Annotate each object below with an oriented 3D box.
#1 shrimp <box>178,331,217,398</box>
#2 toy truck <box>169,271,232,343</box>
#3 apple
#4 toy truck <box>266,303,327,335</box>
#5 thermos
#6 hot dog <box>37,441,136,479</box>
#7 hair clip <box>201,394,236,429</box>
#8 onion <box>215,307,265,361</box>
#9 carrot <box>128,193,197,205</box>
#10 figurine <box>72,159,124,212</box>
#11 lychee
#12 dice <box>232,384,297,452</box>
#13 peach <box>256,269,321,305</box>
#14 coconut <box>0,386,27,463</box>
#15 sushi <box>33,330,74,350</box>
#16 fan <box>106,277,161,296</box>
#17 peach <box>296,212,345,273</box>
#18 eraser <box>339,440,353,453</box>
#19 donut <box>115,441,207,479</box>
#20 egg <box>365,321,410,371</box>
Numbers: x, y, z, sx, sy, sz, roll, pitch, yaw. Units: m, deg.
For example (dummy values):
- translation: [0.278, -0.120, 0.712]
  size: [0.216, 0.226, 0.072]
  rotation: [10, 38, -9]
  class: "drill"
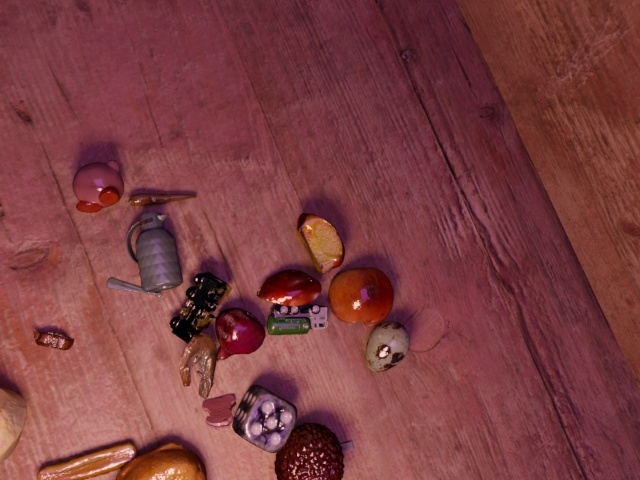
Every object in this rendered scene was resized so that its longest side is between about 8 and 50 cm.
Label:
- translation: [-0.436, 0.453, 1.525]
  size: [0.173, 0.058, 0.253]
  rotation: [0, 98, -60]
  class: "shrimp"
- translation: [-0.438, 0.253, 1.583]
  size: [0.127, 0.127, 0.257]
  rotation: [25, 79, 25]
  class: "toy truck"
- translation: [0.195, 0.237, 1.816]
  size: [0.293, 0.163, 0.251]
  rotation: [1, 76, -19]
  class: "apple"
- translation: [-0.094, 0.318, 1.723]
  size: [0.242, 0.101, 0.125]
  rotation: [1, 82, -18]
  class: "toy truck"
- translation: [-0.616, 0.042, 1.573]
  size: [0.182, 0.145, 0.286]
  rotation: [-16, 80, 7]
  class: "thermos"
- translation: [-0.756, 0.732, 1.395]
  size: [0.286, 0.061, 0.088]
  rotation: [-2, 79, -23]
  class: "hot dog"
- translation: [-0.362, 0.618, 1.534]
  size: [0.123, 0.138, 0.102]
  rotation: [-7, 75, -15]
  class: "hair clip"
- translation: [-0.319, 0.370, 1.606]
  size: [0.195, 0.140, 0.218]
  rotation: [42, 78, -28]
  class: "onion"
- translation: [-0.612, -0.165, 1.666]
  size: [0.254, 0.049, 0.049]
  rotation: [-6, 80, -24]
  class: "carrot"
- translation: [-0.797, -0.200, 1.538]
  size: [0.173, 0.173, 0.173]
  rotation: [5, 76, -20]
  class: "figurine"
- translation: [-0.043, 0.803, 1.560]
  size: [0.264, 0.300, 0.264]
  rotation: [-16, 124, -26]
  class: "lychee"
- translation: [-0.203, 0.648, 1.559]
  size: [0.183, 0.182, 0.181]
  rotation: [34, 68, -12]
  class: "dice"
- translation: [-0.122, 0.176, 1.714]
  size: [0.279, 0.068, 0.189]
  rotation: [-11, 43, -32]
  class: "peach"
- translation: [-1.015, 0.559, 1.253]
  size: [0.259, 0.259, 0.259]
  rotation: [5, 76, -20]
  class: "coconut"
- translation: [-0.900, 0.334, 1.437]
  size: [0.120, 0.052, 0.055]
  rotation: [16, 72, -17]
  class: "sushi"
- translation: [-0.684, 0.178, 1.574]
  size: [0.193, 0.016, 0.038]
  rotation: [16, 71, -16]
  class: "fan"
- translation: [0.000, 0.004, 1.800]
  size: [0.159, 0.154, 0.267]
  rotation: [-30, 80, -15]
  class: "peach"
- translation: [0.091, 0.834, 1.717]
  size: [0.083, 0.019, 0.038]
  rotation: [-5, 79, -22]
  class: "eraser"
- translation: [-0.526, 0.839, 1.400]
  size: [0.299, 0.150, 0.317]
  rotation: [33, 74, -25]
  class: "donut"
- translation: [0.277, 0.448, 1.797]
  size: [0.169, 0.169, 0.231]
  rotation: [40, 81, -8]
  class: "egg"
